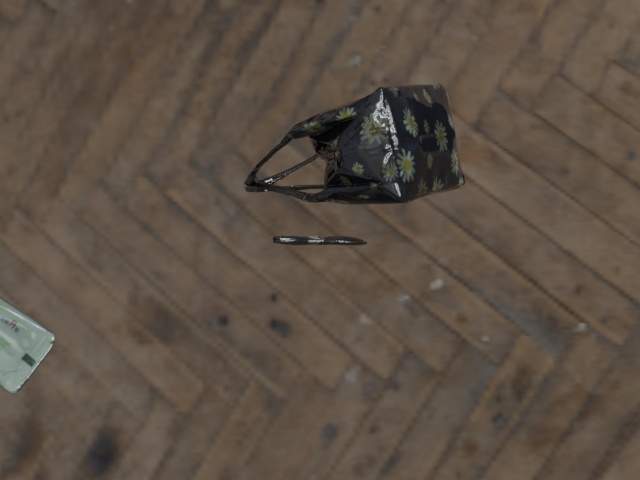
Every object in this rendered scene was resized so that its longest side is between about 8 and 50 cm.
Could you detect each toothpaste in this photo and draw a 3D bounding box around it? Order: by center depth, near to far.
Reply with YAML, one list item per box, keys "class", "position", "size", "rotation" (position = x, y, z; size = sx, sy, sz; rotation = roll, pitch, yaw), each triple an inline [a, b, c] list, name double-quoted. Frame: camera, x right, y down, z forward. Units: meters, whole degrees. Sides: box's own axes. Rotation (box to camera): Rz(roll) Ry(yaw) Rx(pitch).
- class: "toothpaste"
  position: [-0.254, 0.033, 1.161]
  size: [0.197, 0.029, 0.048]
  rotation: [35, 82, 30]

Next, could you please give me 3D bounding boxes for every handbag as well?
- class: "handbag"
  position: [0.014, -0.049, 1.122]
  size: [0.139, 0.115, 0.072]
  rotation: [-16, 90, 27]

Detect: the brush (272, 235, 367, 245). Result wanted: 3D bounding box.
- class: "brush"
  position: [0.000, 0.000, 1.377]
  size: [0.024, 0.083, 0.008]
  rotation: [13, 101, 63]
